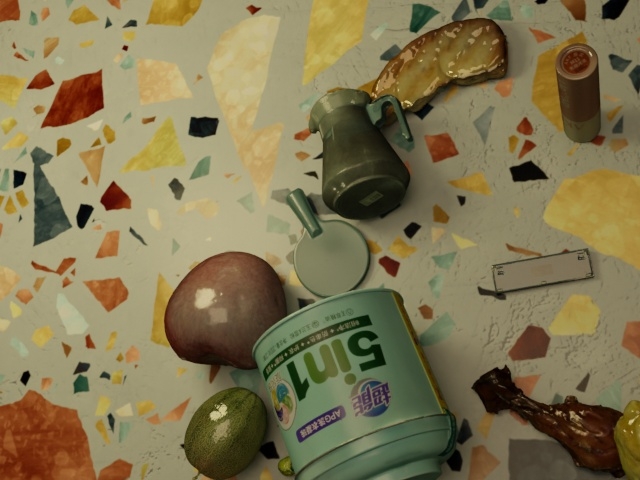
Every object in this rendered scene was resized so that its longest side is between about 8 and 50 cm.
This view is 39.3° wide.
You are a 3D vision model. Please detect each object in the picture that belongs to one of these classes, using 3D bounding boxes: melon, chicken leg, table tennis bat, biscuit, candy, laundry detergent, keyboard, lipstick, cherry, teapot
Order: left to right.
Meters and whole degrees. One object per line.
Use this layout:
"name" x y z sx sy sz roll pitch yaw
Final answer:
"melon" -0.177 0.360 1.648 0.139 0.139 0.192 31 83 25
"cherry" -0.176 0.123 1.692 0.239 0.206 0.240 -8 73 28
"candy" -0.049 0.407 1.604 0.035 0.123 0.035 -37 89 -17
"table tennis bat" 0.000 0.000 1.771 0.152 0.040 0.244 -32 69 4
"laundry detergent" 0.065 0.280 1.513 0.287 0.287 0.305 -26 65 8
"teapot" 0.081 -0.177 1.735 0.203 0.171 0.225 -28 59 21
"biscuit" 0.233 -0.350 1.811 0.299 0.045 0.154 -22 67 11
"keyboard" 0.402 0.056 1.629 0.176 0.014 0.055 -12 69 14
"chicken leg" 0.392 0.302 1.513 0.304 0.093 0.113 21 90 28
"lipstick" 0.458 -0.255 1.585 0.070 0.254 0.070 -6 70 17

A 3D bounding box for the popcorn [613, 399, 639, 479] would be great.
"popcorn" 0.563 0.327 1.349 0.266 0.233 0.192 -66 26 15
